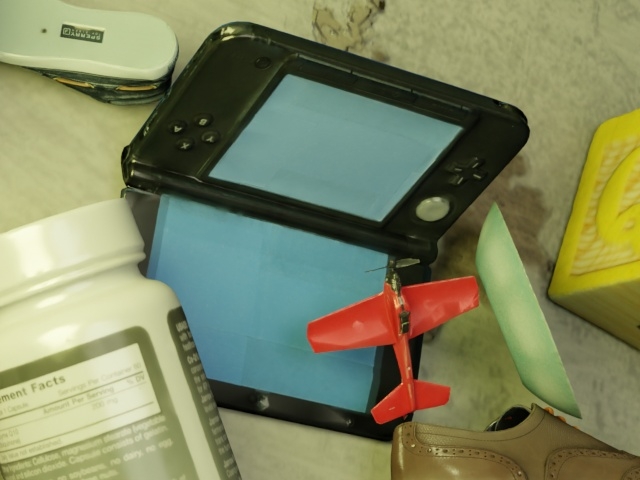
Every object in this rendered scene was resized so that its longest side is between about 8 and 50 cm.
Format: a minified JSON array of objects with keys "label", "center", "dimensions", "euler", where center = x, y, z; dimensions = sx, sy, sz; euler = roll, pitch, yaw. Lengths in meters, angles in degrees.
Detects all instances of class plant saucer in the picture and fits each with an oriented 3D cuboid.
[{"label":"plant saucer","center":[0.165,0.063,1.650],"dimensions":[0.037,0.195,0.195],"euler":[-21,91,3]}]

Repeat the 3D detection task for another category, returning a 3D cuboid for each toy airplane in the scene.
[{"label":"toy airplane","center":[0.062,0.083,1.577],"dimensions":[0.151,0.028,0.151],"euler":[-9,114,-20]}]

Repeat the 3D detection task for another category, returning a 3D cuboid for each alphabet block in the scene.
[{"label":"alphabet block","center":[0.350,-0.001,1.748],"dimensions":[0.197,0.193,0.192],"euler":[30,63,-23]}]

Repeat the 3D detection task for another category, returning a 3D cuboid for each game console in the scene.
[{"label":"game console","center":[0.000,0.000,1.546],"dimensions":[0.293,0.250,0.173],"euler":[14,45,-30]}]

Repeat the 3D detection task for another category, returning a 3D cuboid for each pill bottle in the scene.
[{"label":"pill bottle","center":[-0.156,0.124,1.416],"dimensions":[0.161,0.161,0.283],"euler":[-19,89,-34]}]

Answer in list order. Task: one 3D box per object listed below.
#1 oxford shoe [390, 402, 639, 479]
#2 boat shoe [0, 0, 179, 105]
[{"label":"oxford shoe","center":[0.215,0.194,1.663],"dimensions":[0.364,0.130,0.132],"euler":[2,65,-38]},{"label":"boat shoe","center":[-0.199,-0.144,1.513],"dimensions":[0.183,0.083,0.065],"euler":[13,70,-1]}]
